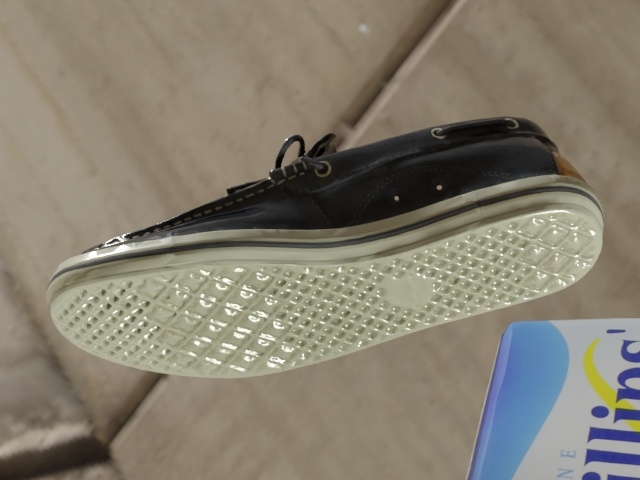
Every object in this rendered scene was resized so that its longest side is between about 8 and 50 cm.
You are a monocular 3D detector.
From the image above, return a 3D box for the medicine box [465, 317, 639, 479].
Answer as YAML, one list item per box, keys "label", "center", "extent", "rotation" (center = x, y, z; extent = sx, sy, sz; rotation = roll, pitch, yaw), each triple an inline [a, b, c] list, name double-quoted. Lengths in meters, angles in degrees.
- label: "medicine box"
  center: [0.226, 0.167, 0.887]
  extent: [0.289, 0.149, 0.263]
  rotation: [-2, -150, 15]

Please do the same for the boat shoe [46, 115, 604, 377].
- label: "boat shoe"
  center: [0.000, 0.000, 1.559]
  extent: [0.500, 0.187, 0.156]
  rotation: [-13, -130, 0]
